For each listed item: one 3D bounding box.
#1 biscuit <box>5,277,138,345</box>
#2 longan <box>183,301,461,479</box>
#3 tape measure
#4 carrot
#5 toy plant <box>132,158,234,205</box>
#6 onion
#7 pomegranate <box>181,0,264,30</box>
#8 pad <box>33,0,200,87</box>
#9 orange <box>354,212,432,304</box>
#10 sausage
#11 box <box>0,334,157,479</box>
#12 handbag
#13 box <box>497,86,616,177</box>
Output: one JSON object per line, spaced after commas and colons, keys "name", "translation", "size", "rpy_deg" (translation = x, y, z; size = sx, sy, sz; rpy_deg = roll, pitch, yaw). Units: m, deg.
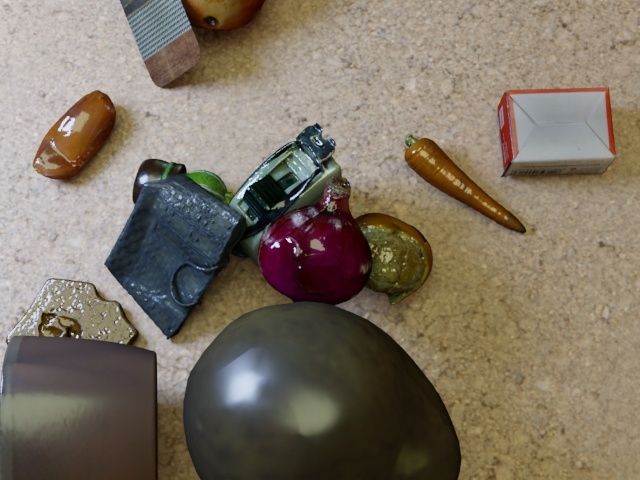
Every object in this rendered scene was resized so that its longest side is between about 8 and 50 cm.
{"name": "biscuit", "translation": [-0.385, 0.166, 1.753], "size": [0.215, 0.034, 0.182], "rpy_deg": [30, 76, 9]}
{"name": "longan", "translation": [-0.004, 0.263, 1.533], "size": [0.405, 0.404, 0.336], "rpy_deg": [21, 74, 9]}
{"name": "tape measure", "translation": [-0.066, -0.062, 1.715], "size": [0.207, 0.235, 0.115], "rpy_deg": [-36, 71, -10]}
{"name": "carrot", "translation": [0.236, -0.087, 1.818], "size": [0.257, 0.061, 0.061], "rpy_deg": [41, 77, 5]}
{"name": "toy plant", "translation": [-0.224, -0.078, 1.803], "size": [0.162, 0.093, 0.092], "rpy_deg": [13, 72, 2]}
{"name": "onion", "translation": [0.000, 0.007, 1.591], "size": [0.173, 0.135, 0.198], "rpy_deg": [13, 115, -8]}
{"name": "pomegranate", "translation": [-0.184, -0.457, 1.876], "size": [0.209, 0.209, 0.209], "rpy_deg": [-1, 71, 1]}
{"name": "pad", "translation": [-0.352, -0.371, 1.896], "size": [0.323, 0.055, 0.250], "rpy_deg": [-21, 92, 32]}
{"name": "orange", "translation": [0.099, 0.029, 1.731], "size": [0.157, 0.134, 0.156], "rpy_deg": [12, 29, -7]}
{"name": "sausage", "translation": [-0.415, -0.175, 1.850], "size": [0.089, 0.089, 0.179], "rpy_deg": [37, 79, 13]}
{"name": "box", "translation": [-0.344, 0.284, 1.585], "size": [0.216, 0.301, 0.300], "rpy_deg": [2, 71, -8]}
{"name": "handbag", "translation": [-0.229, 0.017, 1.718], "size": [0.175, 0.089, 0.270], "rpy_deg": [43, 122, 16]}
{"name": "box", "translation": [0.389, -0.179, 1.816], "size": [0.182, 0.099, 0.133], "rpy_deg": [-4, 74, -1]}
